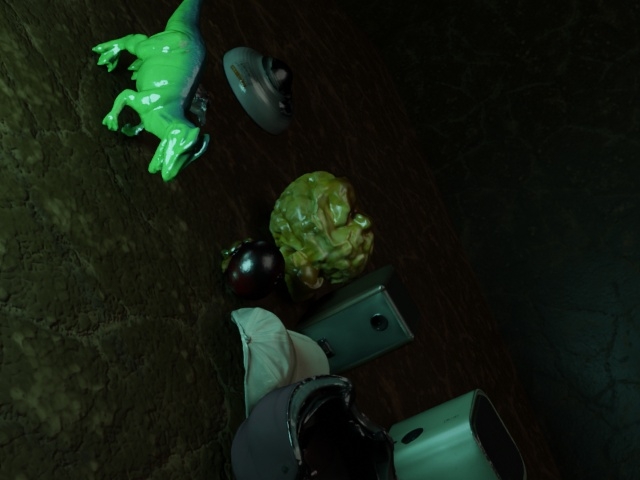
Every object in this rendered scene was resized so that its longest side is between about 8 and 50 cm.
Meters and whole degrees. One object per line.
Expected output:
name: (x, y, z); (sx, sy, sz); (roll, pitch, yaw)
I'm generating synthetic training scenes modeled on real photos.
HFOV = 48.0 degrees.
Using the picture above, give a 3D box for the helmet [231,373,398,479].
helmet: (-0.017, 0.392, 1.184); (0.338, 0.197, 0.271); (62, 33, -15)

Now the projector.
projector: (0.316, 0.531, 1.697); (0.248, 0.249, 0.248); (59, 21, -3)

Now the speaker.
speaker: (0.094, 0.183, 1.645); (0.153, 0.231, 0.192); (59, 21, -6)

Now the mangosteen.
mangosteen: (-0.142, 0.052, 1.451); (0.140, 0.140, 0.140); (48, 25, -31)

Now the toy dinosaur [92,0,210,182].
toy dinosaur: (-0.230, -0.371, 1.369); (0.374, 0.500, 0.144); (33, -9, 39)

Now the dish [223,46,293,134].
dish: (-0.138, -0.447, 2.036); (0.273, 0.134, 0.273); (49, 25, -32)

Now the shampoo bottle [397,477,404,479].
shampoo bottle: (0.095, 0.533, 1.410); (0.303, 0.092, 0.092); (16, 49, -62)

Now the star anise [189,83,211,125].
star anise: (-0.315, -0.379, 1.644); (0.208, 0.063, 0.172); (47, 24, -33)

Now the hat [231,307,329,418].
hat: (-0.063, 0.219, 1.350); (0.226, 0.164, 0.219); (2, 56, -27)

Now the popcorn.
popcorn: (0.000, 0.000, 1.704); (0.265, 0.225, 0.332); (32, 55, -28)
